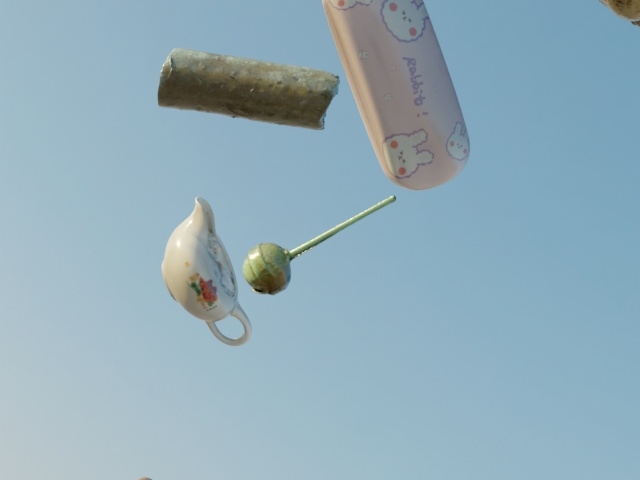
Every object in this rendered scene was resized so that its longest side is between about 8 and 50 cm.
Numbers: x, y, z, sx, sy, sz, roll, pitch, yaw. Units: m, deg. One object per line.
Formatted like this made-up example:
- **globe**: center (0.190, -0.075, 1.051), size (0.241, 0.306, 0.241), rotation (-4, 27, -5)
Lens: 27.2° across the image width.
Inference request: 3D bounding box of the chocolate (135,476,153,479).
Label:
- **chocolate**: center (-0.233, 0.370, 1.378), size (0.340, 0.225, 0.210), rotation (-7, -12, -22)

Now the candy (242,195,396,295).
- **candy**: center (0.000, 0.000, 1.504), size (0.202, 0.061, 0.061), rotation (-28, -48, 16)

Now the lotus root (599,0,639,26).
- **lotus root**: center (0.240, -0.211, 1.017), size (0.072, 0.063, 0.152), rotation (-6, -41, 21)

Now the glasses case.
- **glasses case**: center (0.092, -0.205, 1.595), size (0.297, 0.113, 0.075), rotation (69, -16, -8)

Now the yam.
- **yam**: center (-0.103, -0.216, 1.896), size (0.259, 0.093, 0.093), rotation (9, -24, 5)

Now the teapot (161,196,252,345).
- **teapot**: center (-0.165, 0.053, 1.868), size (0.092, 0.145, 0.226), rotation (-18, -70, 15)
